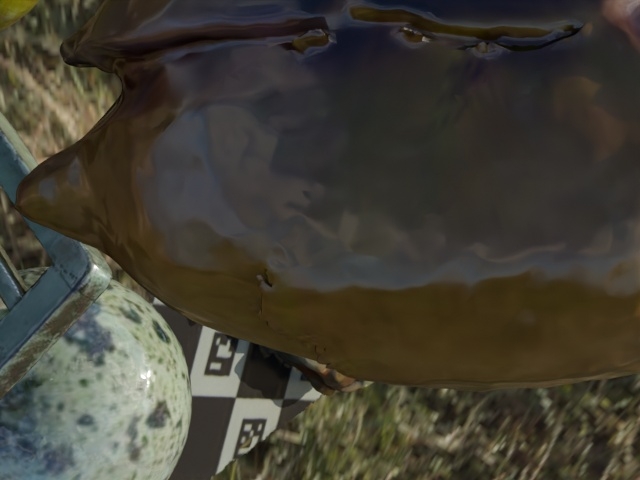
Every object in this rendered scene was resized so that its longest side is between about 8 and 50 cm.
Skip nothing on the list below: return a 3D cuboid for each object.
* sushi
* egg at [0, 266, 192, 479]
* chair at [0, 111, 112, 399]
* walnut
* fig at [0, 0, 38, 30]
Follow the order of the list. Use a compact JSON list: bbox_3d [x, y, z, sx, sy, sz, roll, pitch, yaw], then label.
[{"bbox_3d":[0.000,0.000,1.282,0.059,0.292,0.294,17,31,33],"label":"sushi"},{"bbox_3d":[-0.140,0.084,0.941,0.172,0.132,0.132,-25,69,33],"label":"egg"},{"bbox_3d":[-0.226,-0.043,0.850,0.136,0.147,0.270,-45,43,7],"label":"chair"},{"bbox_3d":[0.047,-0.030,0.476,0.245,0.137,0.137,-8,72,-6],"label":"walnut"},{"bbox_3d":[-0.218,-0.232,1.272,0.151,0.259,0.151,2,115,3],"label":"fig"}]
